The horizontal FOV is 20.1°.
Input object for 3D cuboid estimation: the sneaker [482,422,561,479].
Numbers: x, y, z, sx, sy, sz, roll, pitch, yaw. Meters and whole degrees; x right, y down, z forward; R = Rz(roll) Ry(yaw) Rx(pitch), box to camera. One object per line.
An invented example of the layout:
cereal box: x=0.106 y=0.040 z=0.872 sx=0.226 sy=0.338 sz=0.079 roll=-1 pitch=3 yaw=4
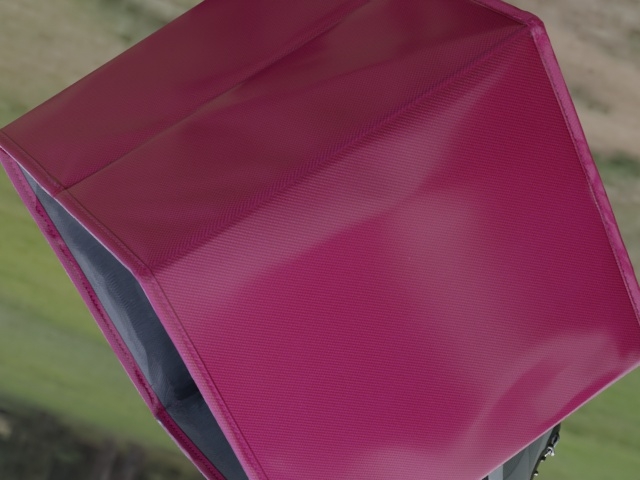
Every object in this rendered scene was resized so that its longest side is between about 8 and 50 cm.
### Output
sneaker: x=0.202 y=0.219 z=1.877 sx=0.108 sy=0.271 sz=0.100 roll=12 pitch=156 yaw=-11

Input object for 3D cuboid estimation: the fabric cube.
fabric cube: x=0.000 y=0.000 z=1.082 sx=0.259 sy=0.258 sz=0.254 roll=37 pitch=158 yaw=55
